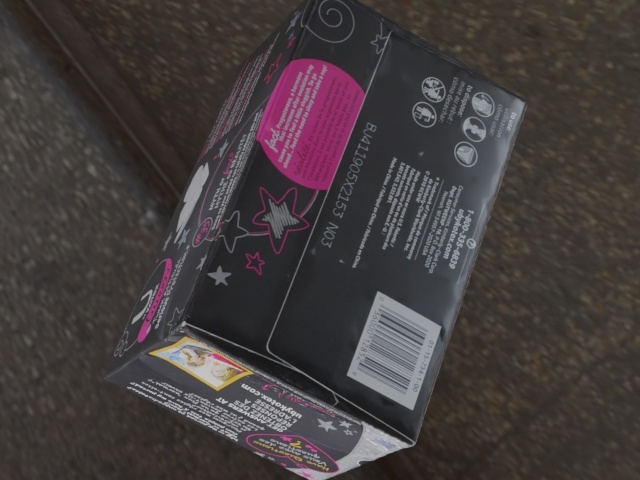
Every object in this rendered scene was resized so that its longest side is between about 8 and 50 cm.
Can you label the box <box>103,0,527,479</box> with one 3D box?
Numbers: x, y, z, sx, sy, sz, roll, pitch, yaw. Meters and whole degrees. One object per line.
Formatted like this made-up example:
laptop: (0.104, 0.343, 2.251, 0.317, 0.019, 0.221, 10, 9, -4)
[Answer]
box: (0.000, 0.000, 1.034, 0.163, 0.142, 0.247, 29, 63, -16)
